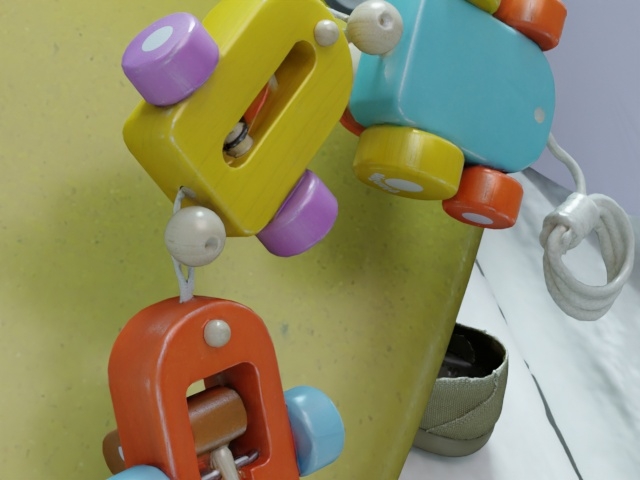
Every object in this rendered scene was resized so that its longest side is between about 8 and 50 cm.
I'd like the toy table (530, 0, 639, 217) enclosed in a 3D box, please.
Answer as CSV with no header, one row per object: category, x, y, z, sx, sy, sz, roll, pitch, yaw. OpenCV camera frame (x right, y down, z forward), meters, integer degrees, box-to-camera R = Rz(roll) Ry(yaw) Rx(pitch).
toy table,0.201,-0.105,0.838,0.274,0.252,0.161,23,29,36

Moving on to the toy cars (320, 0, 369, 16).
toy cars,-0.107,-0.145,0.787,0.394,0.087,0.176,9,39,-22

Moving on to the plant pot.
plant pot,-0.093,0.052,0.501,0.212,0.212,0.187,20,53,-16

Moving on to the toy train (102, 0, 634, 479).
toy train,0.000,0.000,0.433,0.166,0.046,0.125,-28,110,-40

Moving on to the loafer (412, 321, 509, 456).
loafer,0.005,0.032,0.695,0.148,0.050,0.056,18,41,-17
